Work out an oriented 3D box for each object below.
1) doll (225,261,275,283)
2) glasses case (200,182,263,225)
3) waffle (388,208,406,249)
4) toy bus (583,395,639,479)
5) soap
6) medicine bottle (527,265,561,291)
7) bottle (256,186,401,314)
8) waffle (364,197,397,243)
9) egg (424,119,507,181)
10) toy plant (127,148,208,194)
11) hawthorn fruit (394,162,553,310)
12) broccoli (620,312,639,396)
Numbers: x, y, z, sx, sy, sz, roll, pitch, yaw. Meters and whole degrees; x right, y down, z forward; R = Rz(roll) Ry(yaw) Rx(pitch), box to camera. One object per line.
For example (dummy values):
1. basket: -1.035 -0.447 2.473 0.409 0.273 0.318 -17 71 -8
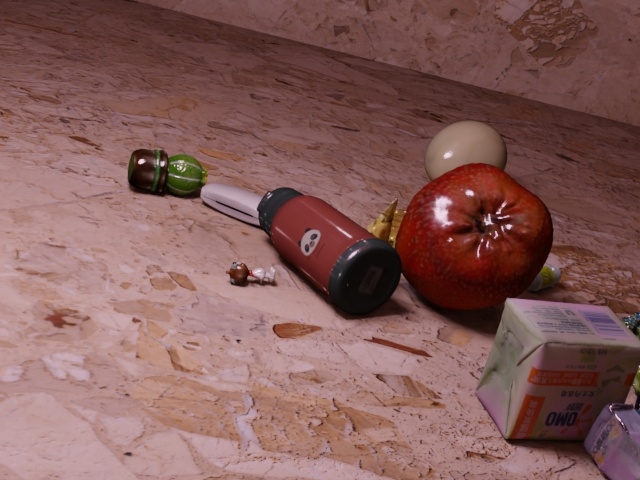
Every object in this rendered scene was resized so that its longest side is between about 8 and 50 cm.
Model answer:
1. doll: -0.125 0.060 1.775 0.085 0.040 0.058 13 12 0
2. glasses case: -0.159 -0.074 2.055 0.193 0.049 0.074 21 23 21
3. waffle: 0.251 -0.001 2.109 0.249 0.056 0.253 2 24 -27
4. toy bus: 0.555 0.311 1.476 0.317 0.112 0.138 2 35 -23
5. soap: 0.364 0.200 1.523 0.200 0.182 0.138 5 25 -20
6. medicine bottle: 0.456 0.077 2.046 0.083 0.047 0.047 -10 32 -43
7. bottle: 0.000 0.000 1.843 0.144 0.143 0.336 -3 27 -35
8. waffle: 0.085 -0.016 1.868 0.032 0.191 0.125 -8 30 -34
9. egg: 0.361 -0.205 2.485 0.242 0.185 0.186 -20 38 -39
10. toy plant: -0.316 -0.141 2.075 0.162 0.092 0.093 9 22 -20
11. hawthorn fruit: 0.268 0.005 1.835 0.275 0.300 0.275 13 61 -24
12. broccoli: 0.563 0.204 1.725 0.167 0.154 0.160 12 62 -4
